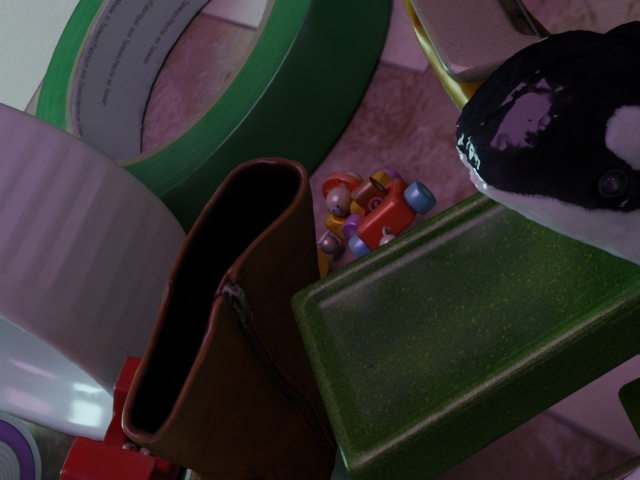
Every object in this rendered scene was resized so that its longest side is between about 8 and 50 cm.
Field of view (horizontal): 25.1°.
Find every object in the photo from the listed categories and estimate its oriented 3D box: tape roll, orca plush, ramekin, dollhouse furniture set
[{"bbox_3d":[-0.090,-0.144,1.109,0.321,0.077,0.321,-26,48,33],"label":"tape roll"},{"bbox_3d":[0.189,-0.037,0.550,0.102,0.287,0.151,-54,27,32],"label":"orca plush"},{"bbox_3d":[-0.222,0.016,0.990,0.277,0.277,0.135,-2,57,47],"label":"ramekin"},{"bbox_3d":[0.081,-0.006,0.712,0.151,0.197,0.301,-32,48,14],"label":"dollhouse furniture set"}]

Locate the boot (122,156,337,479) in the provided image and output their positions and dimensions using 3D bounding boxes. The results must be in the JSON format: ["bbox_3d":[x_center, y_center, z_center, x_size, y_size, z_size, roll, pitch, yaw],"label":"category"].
[{"bbox_3d":[-0.046,0.128,0.724,0.096,0.280,0.264,25,73,13],"label":"boot"}]

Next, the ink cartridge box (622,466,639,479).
[{"bbox_3d":[0.200,0.126,0.544,0.212,0.154,0.093,-41,41,21],"label":"ink cartridge box"}]

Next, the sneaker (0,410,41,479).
[{"bbox_3d":[-0.297,0.263,1.051,0.305,0.114,0.152,-64,21,-9],"label":"sneaker"}]

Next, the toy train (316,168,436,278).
[{"bbox_3d":[0.000,0.000,0.898,0.166,0.046,0.125,-41,13,24],"label":"toy train"}]

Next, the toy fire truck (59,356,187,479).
[{"bbox_3d":[-0.114,0.146,0.854,0.192,0.047,0.135,102,-177,-47],"label":"toy fire truck"}]
